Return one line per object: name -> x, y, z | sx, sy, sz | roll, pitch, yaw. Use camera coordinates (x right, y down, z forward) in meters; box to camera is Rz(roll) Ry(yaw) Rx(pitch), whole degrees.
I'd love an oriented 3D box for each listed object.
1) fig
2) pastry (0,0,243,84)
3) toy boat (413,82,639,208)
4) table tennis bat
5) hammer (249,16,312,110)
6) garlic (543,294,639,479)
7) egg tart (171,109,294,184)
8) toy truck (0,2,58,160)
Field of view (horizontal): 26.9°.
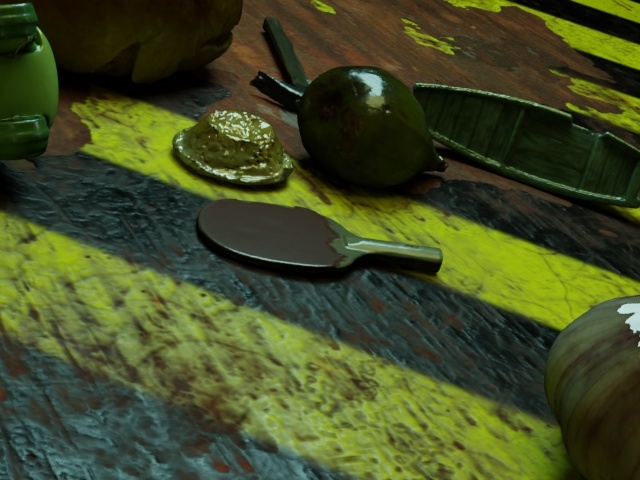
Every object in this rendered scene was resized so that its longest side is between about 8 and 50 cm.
fig -> 0.070, -0.126, 1.440 | 0.185, 0.126, 0.133 | -10, 22, -38
pastry -> -0.261, -0.297, 1.558 | 0.356, 0.163, 0.356 | 8, 23, -4
toy boat -> 0.241, -0.115, 1.562 | 0.293, 0.093, 0.055 | 20, 7, 8
table tennis bat -> 0.000, 0.000, 1.252 | 0.235, 0.022, 0.131 | 9, 25, -12
hammer -> -0.039, -0.227, 1.699 | 0.125, 0.027, 0.297 | 14, 24, -16
garlic -> 0.286, 0.086, 0.978 | 0.245, 0.253, 0.245 | 5, 27, -3
egg tart -> -0.085, -0.098, 1.370 | 0.129, 0.049, 0.128 | 13, 26, -6
toy truck -> -0.353, -0.138, 1.196 | 0.211, 0.148, 0.187 | 10, 19, 40
